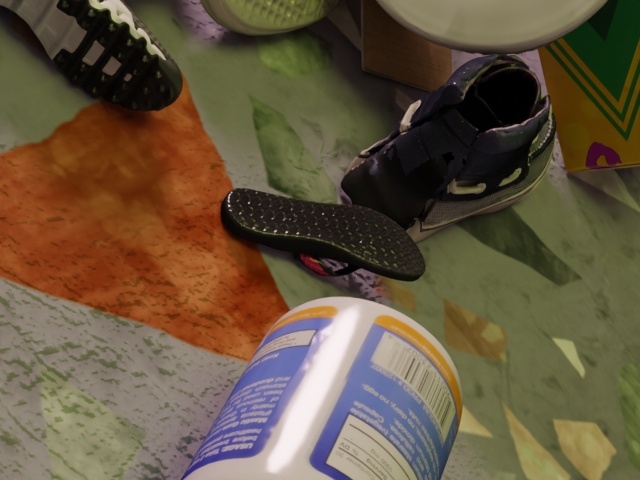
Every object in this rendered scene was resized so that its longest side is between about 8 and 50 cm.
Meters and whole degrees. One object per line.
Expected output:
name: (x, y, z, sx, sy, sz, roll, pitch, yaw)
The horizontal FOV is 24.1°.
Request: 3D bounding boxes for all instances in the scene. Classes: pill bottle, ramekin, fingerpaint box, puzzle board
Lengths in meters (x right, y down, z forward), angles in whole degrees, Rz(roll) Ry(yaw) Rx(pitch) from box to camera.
pill bottle: (-0.011, 0.168, 0.948, 0.152, 0.152, 0.272, 42, 37, -8)
ramekin: (0.162, -0.296, 1.388, 0.273, 0.273, 0.127, 56, 6, 11)
fingerpaint box: (0.378, -0.322, 1.659, 0.445, 0.163, 0.371, -36, 115, -54)
puzzle board: (0.084, -0.199, 1.474, 0.128, 0.011, 0.096, 12, 72, -44)

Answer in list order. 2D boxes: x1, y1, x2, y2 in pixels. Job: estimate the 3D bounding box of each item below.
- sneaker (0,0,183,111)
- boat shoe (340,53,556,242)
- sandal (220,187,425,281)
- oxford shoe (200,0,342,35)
sneaker: (-0.195, -0.196, 1.159, 0.234, 0.078, 0.106, 36, 40, -13)
boat shoe: (0.168, -0.105, 1.378, 0.127, 0.158, 0.340, 51, 36, 4)
sandal: (0.000, 0.000, 1.219, 0.179, 0.040, 0.067, 14, 41, -18)
oxford shoe: (-0.016, -0.329, 1.438, 0.130, 0.169, 0.449, 12, 39, 22)
